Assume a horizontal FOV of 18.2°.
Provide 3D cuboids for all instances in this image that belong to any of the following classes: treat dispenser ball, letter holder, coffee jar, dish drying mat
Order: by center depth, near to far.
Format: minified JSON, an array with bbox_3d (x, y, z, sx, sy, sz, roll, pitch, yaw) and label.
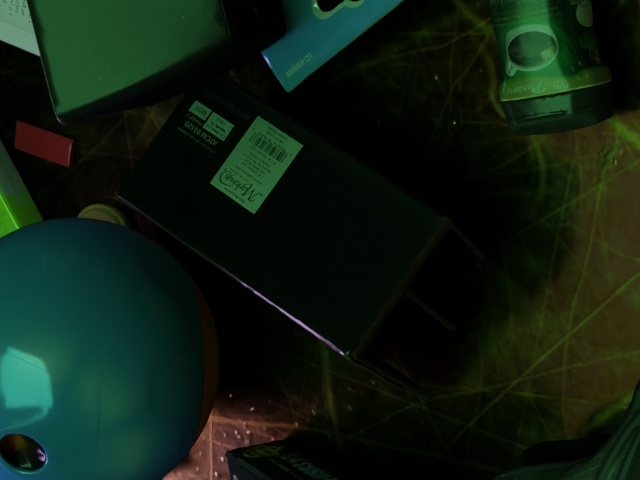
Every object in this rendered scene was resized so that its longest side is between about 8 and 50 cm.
[{"bbox_3d":[0.191,-0.183,1.706,0.096,0.079,0.184,-7,97,31],"label":"coffee jar"},{"bbox_3d":[0.000,0.000,1.871,0.302,0.214,0.152,34,88,30],"label":"letter holder"},{"bbox_3d":[-0.243,0.121,1.980,0.288,0.288,0.288,10,108,35],"label":"treat dispenser ball"},{"bbox_3d":[-0.295,-0.104,2.139,0.083,0.008,0.032,20,112,33],"label":"dish drying mat"}]

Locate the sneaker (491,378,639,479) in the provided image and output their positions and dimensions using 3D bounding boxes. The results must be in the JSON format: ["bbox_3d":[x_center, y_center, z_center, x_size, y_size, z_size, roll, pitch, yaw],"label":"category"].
[{"bbox_3d":[0.226,0.288,1.772,0.483,0.185,0.202,-49,51,34],"label":"sneaker"}]

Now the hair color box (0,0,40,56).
[{"bbox_3d":[-0.314,-0.308,2.039,0.339,0.110,0.185,23,116,29],"label":"hair color box"}]

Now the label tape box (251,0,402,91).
[{"bbox_3d":[-0.012,-0.348,1.799,0.249,0.115,0.347,-36,82,38],"label":"label tape box"}]

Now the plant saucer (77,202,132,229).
[{"bbox_3d":[-0.231,0.002,2.114,0.083,0.013,0.083,11,108,35],"label":"plant saucer"}]

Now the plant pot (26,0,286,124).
[{"bbox_3d":[-0.139,-0.220,1.752,0.167,0.187,0.188,-13,94,23],"label":"plant pot"}]

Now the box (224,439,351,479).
[{"bbox_3d":[-0.001,0.359,1.905,0.293,0.073,0.295,-164,65,-70],"label":"box"}]

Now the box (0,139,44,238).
[{"bbox_3d":[-0.381,-0.060,2.192,0.109,0.042,0.178,-33,82,38],"label":"box"}]
